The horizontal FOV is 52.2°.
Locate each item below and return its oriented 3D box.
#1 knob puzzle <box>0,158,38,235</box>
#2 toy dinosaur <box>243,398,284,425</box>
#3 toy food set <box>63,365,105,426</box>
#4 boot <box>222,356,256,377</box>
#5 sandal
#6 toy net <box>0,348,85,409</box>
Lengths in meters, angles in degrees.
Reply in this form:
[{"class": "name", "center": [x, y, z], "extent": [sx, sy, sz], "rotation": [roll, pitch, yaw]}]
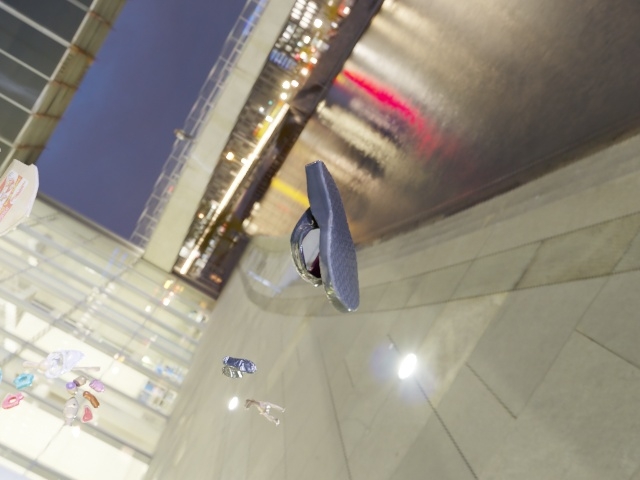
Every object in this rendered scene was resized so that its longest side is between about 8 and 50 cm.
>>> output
[{"class": "knob puzzle", "center": [-0.682, -0.082, 1.452], "extent": [0.213, 0.030, 0.213], "rotation": [-17, 55, 26]}, {"class": "toy dinosaur", "center": [-0.143, 0.441, 1.718], "extent": [0.053, 0.093, 0.183], "rotation": [-60, -20, -14]}, {"class": "toy food set", "center": [-0.479, 0.319, 1.330], "extent": [0.019, 0.078, 0.122], "rotation": [10, 96, 63]}, {"class": "boot", "center": [-0.269, 0.425, 2.148], "extent": [0.099, 0.121, 0.045], "rotation": [97, -172, -54]}, {"class": "sandal", "center": [0.001, 0.001, 1.363], "extent": [0.107, 0.167, 0.445], "rotation": [-23, 35, 11]}, {"class": "toy net", "center": [-0.622, 0.285, 1.392], "extent": [0.122, 0.232, 0.045], "rotation": [47, 151, 50]}]
